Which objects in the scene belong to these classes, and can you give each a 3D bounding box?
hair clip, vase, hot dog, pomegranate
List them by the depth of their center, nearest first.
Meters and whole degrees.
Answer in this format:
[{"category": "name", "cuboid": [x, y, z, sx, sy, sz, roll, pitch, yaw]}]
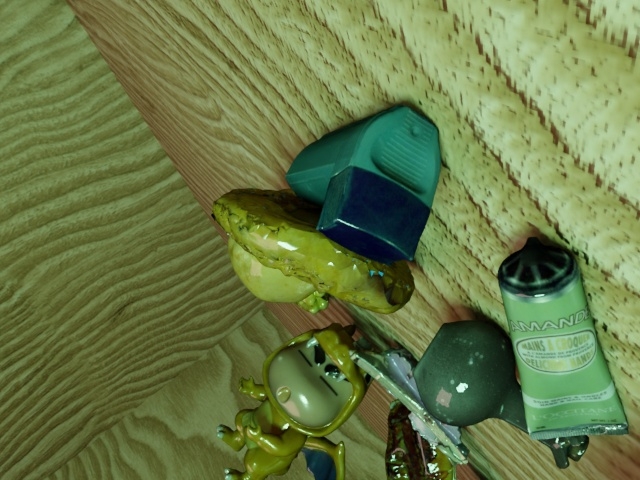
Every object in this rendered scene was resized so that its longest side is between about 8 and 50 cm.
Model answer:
[{"category": "vase", "cuboid": [0.194, 0.168, 0.534, 0.183, 0.120, 0.120, 33, 161, 19]}, {"category": "pomegranate", "cuboid": [-0.058, 0.002, 0.770, 0.196, 0.196, 0.196, 48, 166, 16]}, {"category": "hair clip", "cuboid": [0.168, 0.289, 0.925, 0.292, 0.084, 0.106, 46, 123, 15]}, {"category": "hot dog", "cuboid": [0.195, 0.442, 0.998, 0.162, 0.081, 0.270, -18, 68, 47]}]

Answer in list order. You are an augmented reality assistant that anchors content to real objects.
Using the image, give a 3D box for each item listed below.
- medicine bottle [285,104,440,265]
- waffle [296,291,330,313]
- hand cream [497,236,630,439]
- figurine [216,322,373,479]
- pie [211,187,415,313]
[{"category": "medicine bottle", "cuboid": [0.025, -0.056, 0.483, 0.079, 0.124, 0.258, 25, 178, -19]}, {"category": "waffle", "cuboid": [-0.117, 0.040, 1.289, 0.380, 0.095, 0.382, 51, 169, -4]}, {"category": "hand cream", "cuboid": [0.199, 0.097, 0.412, 0.235, 0.086, 0.055, 63, -153, -29]}, {"category": "figurine", "cuboid": [-0.043, 0.362, 1.116, 0.268, 0.387, 0.401, 42, -177, -9]}, {"category": "pie", "cuboid": [-0.001, 0.001, 0.575, 0.273, 0.069, 0.273, 27, -169, -5]}]
